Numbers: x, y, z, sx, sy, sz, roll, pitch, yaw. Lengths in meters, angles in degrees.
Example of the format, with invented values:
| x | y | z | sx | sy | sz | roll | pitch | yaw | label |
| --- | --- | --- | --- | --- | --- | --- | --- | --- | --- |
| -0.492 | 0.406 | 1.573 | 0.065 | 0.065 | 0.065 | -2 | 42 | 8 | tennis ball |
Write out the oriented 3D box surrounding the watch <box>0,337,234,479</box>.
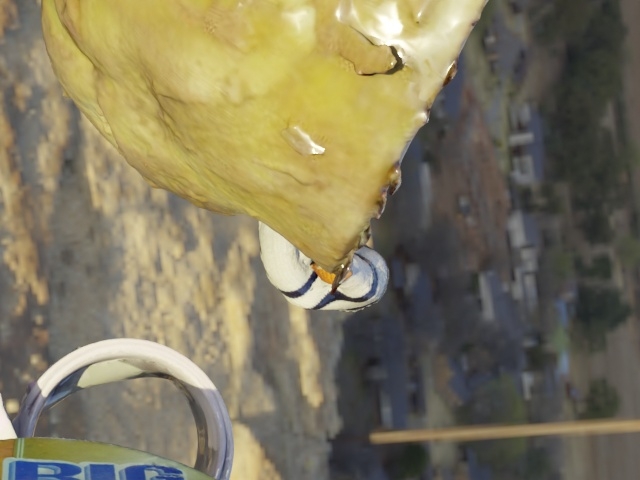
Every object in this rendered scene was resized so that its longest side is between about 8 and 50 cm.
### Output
| x | y | z | sx | sy | sz | roll | pitch | yaw | label |
| --- | --- | --- | --- | --- | --- | --- | --- | --- | --- |
| -0.206 | 0.181 | 1.339 | 0.244 | 0.231 | 0.196 | 63 | -15 | -3 | watch |

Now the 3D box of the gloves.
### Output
| x | y | z | sx | sy | sz | roll | pitch | yaw | label |
| --- | --- | --- | --- | --- | --- | --- | --- | --- | --- |
| -0.013 | 0.001 | 1.452 | 0.219 | 0.131 | 0.140 | 28 | 49 | -55 | gloves |

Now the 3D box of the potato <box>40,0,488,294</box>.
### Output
| x | y | z | sx | sy | sz | roll | pitch | yaw | label |
| --- | --- | --- | --- | --- | --- | --- | --- | --- | --- |
| -0.037 | -0.142 | 0.841 | 0.288 | 0.237 | 0.301 | -63 | -178 | 29 | potato |

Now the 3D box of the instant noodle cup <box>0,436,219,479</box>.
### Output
| x | y | z | sx | sy | sz | roll | pitch | yaw | label |
| --- | --- | --- | --- | --- | --- | --- | --- | --- | --- |
| -0.178 | 0.292 | 1.002 | 0.296 | 0.296 | 0.214 | -29 | 132 | -68 | instant noodle cup |
